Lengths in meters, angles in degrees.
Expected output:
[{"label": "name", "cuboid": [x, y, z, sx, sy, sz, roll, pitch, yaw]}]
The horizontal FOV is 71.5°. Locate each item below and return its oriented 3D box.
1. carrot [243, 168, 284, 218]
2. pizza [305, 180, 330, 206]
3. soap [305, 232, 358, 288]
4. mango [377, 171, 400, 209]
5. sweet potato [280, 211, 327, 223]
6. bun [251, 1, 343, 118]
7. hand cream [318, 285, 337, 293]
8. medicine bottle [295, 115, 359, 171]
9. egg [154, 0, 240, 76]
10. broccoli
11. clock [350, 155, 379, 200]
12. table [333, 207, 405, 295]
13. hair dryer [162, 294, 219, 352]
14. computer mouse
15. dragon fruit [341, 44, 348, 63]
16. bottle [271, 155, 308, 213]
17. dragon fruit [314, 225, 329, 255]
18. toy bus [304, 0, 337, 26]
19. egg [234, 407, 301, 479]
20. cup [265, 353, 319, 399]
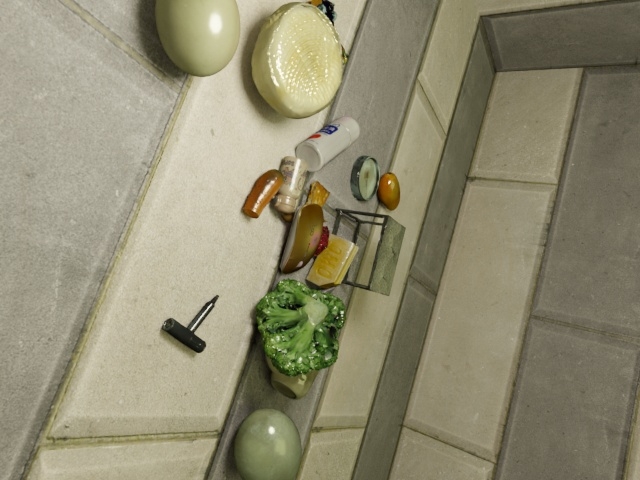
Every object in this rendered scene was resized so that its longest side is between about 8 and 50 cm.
[{"label": "carrot", "cuboid": [-0.205, -0.171, 1.577, 0.193, 0.087, 0.087, -55, 140, -23]}, {"label": "pizza", "cuboid": [-0.019, -0.191, 1.880, 0.178, 0.041, 0.131, -52, 140, -35]}, {"label": "soap", "cuboid": [0.050, 0.099, 1.938, 0.232, 0.140, 0.073, -62, 145, -6]}, {"label": "mango", "cuboid": [0.367, -0.251, 2.376, 0.138, 0.113, 0.253, -62, 150, -31]}, {"label": "sweet potato", "cuboid": [-0.066, -0.093, 1.815, 0.274, 0.067, 0.067, 0, 99, -52]}, {"label": "bun", "cuboid": [-0.095, -0.599, 1.510, 0.364, 0.202, 0.364, -16, 111, -46]}, {"label": "hand cream", "cuboid": [0.024, 0.228, 1.993, 0.084, 0.142, 0.053, -23, 79, -20]}, {"label": "medicine bottle", "cuboid": [0.046, -0.409, 1.833, 0.341, 0.130, 0.130, -43, 132, -41]}, {"label": "egg", "cuboid": [-0.319, -0.572, 1.168, 0.219, 0.219, 0.269, 0, 99, -56]}, {"label": "broccoli", "cuboid": [-0.077, 0.322, 1.684, 0.413, 0.321, 0.310, -34, 132, -41]}, {"label": "clock", "cuboid": [0.225, -0.307, 2.203, 0.226, 0.049, 0.226, -18, 112, -53]}, {"label": "table", "cuboid": [0.195, 0.053, 2.055, 0.222, 0.272, 0.335, 23, 80, -56]}, {"label": "hair dryer", "cuboid": [-0.401, 0.242, 1.437, 0.173, 0.050, 0.195, 56, 49, -48]}, {"label": "computer mouse", "cuboid": [-0.071, 0.001, 1.759, 0.158, 0.072, 0.310, -10, 125, -50]}, {"label": "dragon fruit", "cuboid": [0.049, -0.751, 1.778, 0.138, 0.175, 0.142, -29, 154, -38]}, {"label": "bottle", "cuboid": [-0.122, -0.206, 1.674, 0.110, 0.097, 0.209, 19, 83, -38]}, {"label": "dragon fruit", "cuboid": [0.001, 0.003, 1.946, 0.063, 0.097, 0.131, 60, 32, -49]}, {"label": "toy bus", "cuboid": [-0.007, -0.784, 1.665, 0.098, 0.114, 0.201, -13, 104, -55]}, {"label": "egg", "cuboid": [-0.200, 0.802, 1.697, 0.258, 0.258, 0.352, -39, 132, -44]}, {"label": "cup", "cuboid": [-0.108, 0.506, 1.822, 0.202, 0.173, 0.255, -53, 139, -36]}]
